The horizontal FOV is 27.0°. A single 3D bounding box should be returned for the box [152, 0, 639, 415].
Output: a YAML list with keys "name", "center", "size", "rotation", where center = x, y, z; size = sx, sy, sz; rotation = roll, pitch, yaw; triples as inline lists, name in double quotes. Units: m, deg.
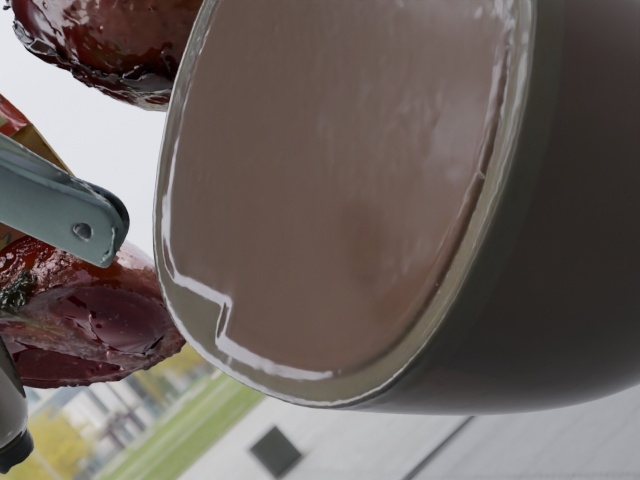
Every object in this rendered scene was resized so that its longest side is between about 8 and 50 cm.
- name: "box"
  center: [0.072, -0.040, 0.726]
  size: [0.216, 0.301, 0.301]
  rotation: [13, -43, -40]

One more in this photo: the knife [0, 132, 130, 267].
- name: "knife"
  center: [-0.160, -0.038, 0.600]
  size: [0.044, 0.162, 0.023]
  rotation: [-62, 4, 27]

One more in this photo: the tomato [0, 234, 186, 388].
- name: "tomato"
  center: [-0.207, 0.049, 1.130]
  size: [0.189, 0.099, 0.173]
  rotation: [-21, -33, 23]

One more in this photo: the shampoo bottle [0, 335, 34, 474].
- name: "shampoo bottle"
  center: [-0.273, 0.072, 0.958]
  size: [0.078, 0.257, 0.127]
  rotation: [-29, 39, -15]

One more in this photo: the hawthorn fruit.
- name: "hawthorn fruit"
  center: [-0.076, -0.229, 0.956]
  size: [0.316, 0.316, 0.316]
  rotation: [-42, -1, -1]

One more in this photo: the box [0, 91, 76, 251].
- name: "box"
  center: [-0.397, -0.050, 1.228]
  size: [0.259, 0.283, 0.214]
  rotation: [-44, -29, -12]
